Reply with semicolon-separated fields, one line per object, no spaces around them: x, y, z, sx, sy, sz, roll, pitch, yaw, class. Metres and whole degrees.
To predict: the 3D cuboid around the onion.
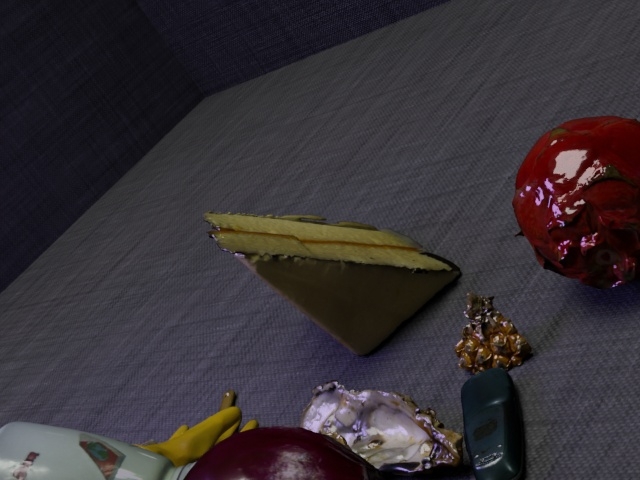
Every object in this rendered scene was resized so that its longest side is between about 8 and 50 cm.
-0.039;0.338;1.336;0.281;0.260;0.337;-22;23;20;onion

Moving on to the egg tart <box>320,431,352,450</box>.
-0.006;0.306;1.595;0.130;0.052;0.130;-33;44;39;egg tart

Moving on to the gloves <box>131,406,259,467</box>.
-0.198;0.306;1.811;0.133;0.116;0.294;6;14;22;gloves

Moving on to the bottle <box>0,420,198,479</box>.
-0.247;0.362;1.567;0.351;0.229;0.229;8;29;5;bottle

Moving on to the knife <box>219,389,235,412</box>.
-0.154;0.303;1.944;0.046;0.022;0.256;-24;22;15;knife

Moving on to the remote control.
0.207;0.225;1.499;0.072;0.042;0.222;-27;21;15;remote control

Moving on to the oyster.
0.077;0.259;1.606;0.345;0.078;0.129;-2;59;54;oyster

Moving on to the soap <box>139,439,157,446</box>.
-0.368;0.415;1.881;0.274;0.089;0.173;-31;2;15;soap

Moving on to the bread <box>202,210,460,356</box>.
0.000;0.000;1.957;0.242;0.405;0.345;-48;33;-4;bread

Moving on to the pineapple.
0.226;0.117;1.652;0.114;0.114;0.077;-11;12;41;pineapple

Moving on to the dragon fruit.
0.367;-0.052;1.618;0.241;0.241;0.252;-12;17;48;dragon fruit
